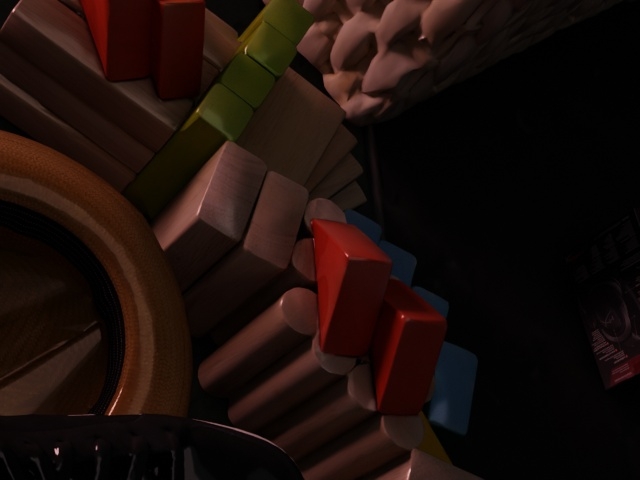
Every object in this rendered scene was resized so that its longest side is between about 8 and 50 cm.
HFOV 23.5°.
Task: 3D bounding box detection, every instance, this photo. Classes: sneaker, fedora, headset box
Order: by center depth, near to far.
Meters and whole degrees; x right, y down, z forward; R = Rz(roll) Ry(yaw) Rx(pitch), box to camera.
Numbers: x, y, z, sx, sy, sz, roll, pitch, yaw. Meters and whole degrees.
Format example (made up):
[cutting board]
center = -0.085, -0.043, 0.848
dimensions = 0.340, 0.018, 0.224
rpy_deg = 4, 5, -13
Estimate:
[sneaker]
center = -0.088, 0.086, 0.457
dimensions = 0.216, 0.121, 0.079
rpy_deg = 0, 75, -23
[fedora]
center = -0.145, 0.050, 0.563
dimensions = 0.194, 0.079, 0.194
rpy_deg = 8, 67, -19
[headset box]
center = 0.161, 0.033, 0.764
dimensions = 0.032, 0.062, 0.083
rpy_deg = -6, 69, -32

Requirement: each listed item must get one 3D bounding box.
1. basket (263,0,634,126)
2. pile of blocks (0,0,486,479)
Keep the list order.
[basket]
center = 0.092, -0.281, 0.713
dimensions = 0.266, 0.331, 0.328
rpy_deg = -32, 85, -36
[pile of blocks]
center = 0.000, 0.000, 0.654
dimensions = 0.149, 0.112, 0.362
rpy_deg = -31, 85, -37
